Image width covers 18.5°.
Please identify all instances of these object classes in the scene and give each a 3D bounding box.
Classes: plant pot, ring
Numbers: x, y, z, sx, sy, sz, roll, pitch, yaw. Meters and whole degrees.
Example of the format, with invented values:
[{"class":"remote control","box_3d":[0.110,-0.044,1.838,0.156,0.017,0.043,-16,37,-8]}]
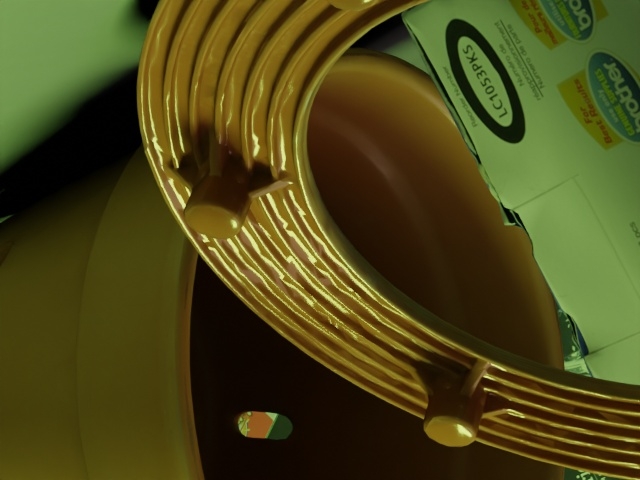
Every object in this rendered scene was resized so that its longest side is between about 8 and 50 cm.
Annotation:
[{"class":"plant pot","box_3d":[-0.044,0.069,0.910,0.203,0.290,0.291,-7,-172,37]},{"class":"ring","box_3d":[0.098,-0.002,0.645,0.336,0.337,0.032,-30,-148,48]}]

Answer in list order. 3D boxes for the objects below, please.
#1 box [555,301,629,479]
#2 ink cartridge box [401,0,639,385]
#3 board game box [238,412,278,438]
[{"class":"box","box_3d":[0.299,0.015,1.615,0.312,0.343,0.179,-28,177,26]},{"class":"ink cartridge box","box_3d":[0.214,-0.049,0.776,0.151,0.270,0.395,-26,177,-44]},{"class":"board game box","box_3d":[-0.098,0.123,1.654,0.242,0.064,0.316,-63,-167,-24]}]
